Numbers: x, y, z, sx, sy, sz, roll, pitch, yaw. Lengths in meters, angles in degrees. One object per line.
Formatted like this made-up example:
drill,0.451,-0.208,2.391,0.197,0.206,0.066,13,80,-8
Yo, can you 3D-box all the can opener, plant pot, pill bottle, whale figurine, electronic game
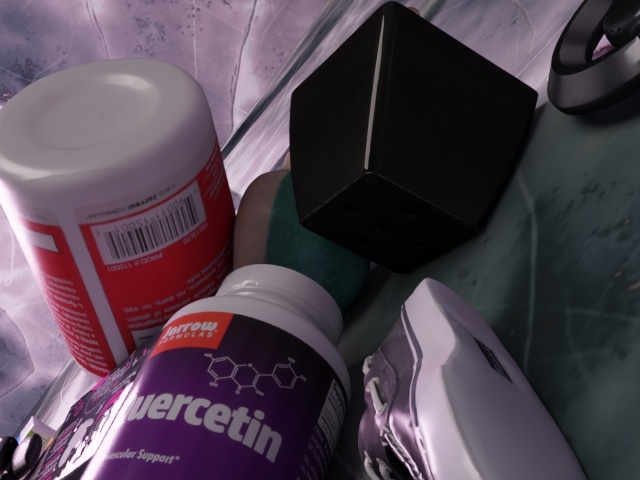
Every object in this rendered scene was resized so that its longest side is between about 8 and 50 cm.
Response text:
can opener,-0.426,0.321,1.166,0.073,0.059,0.186,-46,15,22
plant pot,0.075,-0.080,0.863,0.187,0.188,0.167,-34,35,51
pill bottle,-0.200,0.023,1.002,0.229,0.229,0.408,-68,-23,-45
whale figurine,0.000,0.000,1.013,0.272,0.141,0.216,-36,-50,-69
pill bottle,-0.083,0.173,0.731,0.181,0.181,0.323,-39,20,43
electronic game,0.278,-0.197,0.741,0.229,0.048,0.229,-48,14,16

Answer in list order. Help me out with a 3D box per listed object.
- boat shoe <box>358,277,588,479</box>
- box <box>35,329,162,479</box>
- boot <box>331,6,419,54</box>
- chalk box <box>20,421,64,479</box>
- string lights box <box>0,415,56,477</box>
boat shoe,0.072,0.116,0.540,0.102,0.108,0.301,-50,12,12
box,-0.179,0.232,0.930,0.247,0.163,0.142,-38,24,45
boot,0.086,-0.336,1.607,0.213,0.077,0.165,-49,17,2
chalk box,-0.348,0.355,1.232,0.213,0.132,0.132,-49,14,12
string lights box,-0.512,0.448,1.509,0.260,0.133,0.077,-56,16,-11
